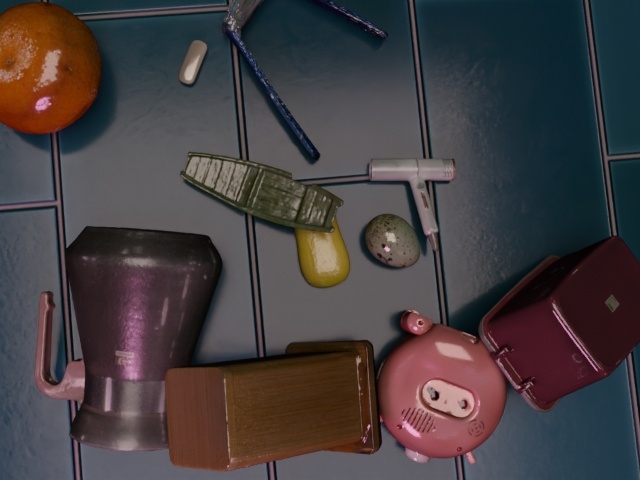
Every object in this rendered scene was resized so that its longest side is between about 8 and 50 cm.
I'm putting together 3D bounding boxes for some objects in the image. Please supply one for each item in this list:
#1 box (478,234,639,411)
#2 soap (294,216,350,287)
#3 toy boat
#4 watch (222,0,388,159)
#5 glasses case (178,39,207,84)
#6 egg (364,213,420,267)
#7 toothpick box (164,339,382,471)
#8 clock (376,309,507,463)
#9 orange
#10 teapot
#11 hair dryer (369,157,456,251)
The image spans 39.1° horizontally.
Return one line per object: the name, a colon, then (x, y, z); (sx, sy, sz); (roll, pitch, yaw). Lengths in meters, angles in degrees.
box: (0.428, 0.129, 1.500); (0.294, 0.167, 0.193); (-35, 89, -39)
soap: (0.000, 0.000, 1.605); (0.089, 0.033, 0.168); (-10, 85, -4)
toy boat: (-0.101, -0.086, 1.581); (0.293, 0.055, 0.093); (19, 86, 9)
watch: (-0.058, -0.327, 1.624); (0.274, 0.068, 0.276); (30, 83, -6)
glasses case: (-0.230, -0.321, 1.625); (0.032, 0.021, 0.083); (20, 84, -1)
egg: (0.129, 0.002, 1.589); (0.110, 0.085, 0.085); (35, 83, -8)
toothpick box: (-0.077, 0.262, 1.425); (0.308, 0.190, 0.187); (1, 84, -47)
clock: (0.207, 0.264, 1.547); (0.227, 0.142, 0.241); (22, 87, -2)
orange: (-0.477, -0.289, 1.533); (0.224, 0.170, 0.224); (-2, 82, 17)
teapot: (-0.320, 0.150, 1.476); (0.300, 0.253, 0.344); (5, 89, 12)
hair dryer: (0.167, -0.061, 1.602); (0.155, 0.044, 0.183); (0, 71, -3)
